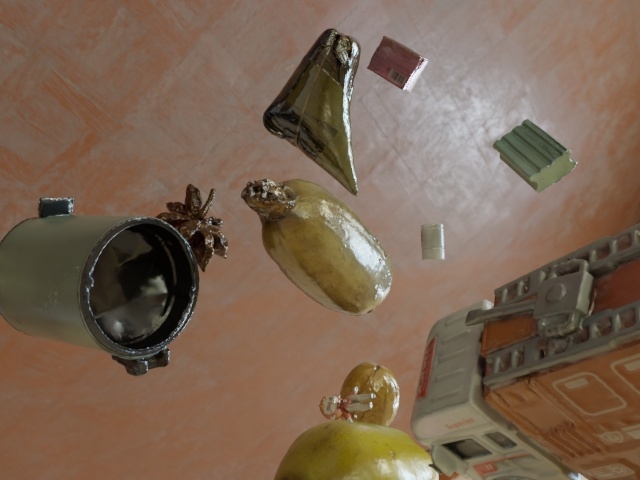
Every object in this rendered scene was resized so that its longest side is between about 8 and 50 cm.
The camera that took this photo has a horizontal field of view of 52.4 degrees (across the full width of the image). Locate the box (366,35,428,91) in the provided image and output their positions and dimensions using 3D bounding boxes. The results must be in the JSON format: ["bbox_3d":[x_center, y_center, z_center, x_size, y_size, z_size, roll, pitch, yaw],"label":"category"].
[{"bbox_3d":[0.224,-0.518,1.905,0.060,0.156,0.111,-10,135,-55],"label":"box"}]

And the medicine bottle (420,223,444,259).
[{"bbox_3d":[0.277,0.004,1.607,0.057,0.057,0.089,2,84,-42],"label":"medicine bottle"}]

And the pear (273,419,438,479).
[{"bbox_3d":[0.067,0.463,1.249,0.336,0.285,0.284,-44,150,-44],"label":"pear"}]

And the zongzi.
[{"bbox_3d":[0.055,-0.307,1.538,0.289,0.317,0.154,-52,165,18],"label":"zongzi"}]

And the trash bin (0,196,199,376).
[{"bbox_3d":[-0.366,0.065,1.055,0.217,0.263,0.277,-11,99,-52],"label":"trash bin"}]

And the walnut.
[{"bbox_3d":[0.129,0.424,1.730,0.159,0.159,0.206,1,112,-41],"label":"walnut"}]

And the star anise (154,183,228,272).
[{"bbox_3d":[-0.289,-0.029,1.470,0.196,0.212,0.111,-23,175,-36],"label":"star anise"}]

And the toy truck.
[{"bbox_3d":[0.250,0.116,0.599,0.207,0.173,0.388,35,138,-18],"label":"toy truck"}]

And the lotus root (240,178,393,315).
[{"bbox_3d":[0.000,0.000,1.061,0.152,0.169,0.342,-31,131,15],"label":"lotus root"}]

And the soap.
[{"bbox_3d":[0.512,-0.207,1.569,0.115,0.198,0.063,-36,124,9],"label":"soap"}]

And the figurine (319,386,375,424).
[{"bbox_3d":[0.046,0.269,1.055,0.109,0.064,0.047,-22,131,41],"label":"figurine"}]
